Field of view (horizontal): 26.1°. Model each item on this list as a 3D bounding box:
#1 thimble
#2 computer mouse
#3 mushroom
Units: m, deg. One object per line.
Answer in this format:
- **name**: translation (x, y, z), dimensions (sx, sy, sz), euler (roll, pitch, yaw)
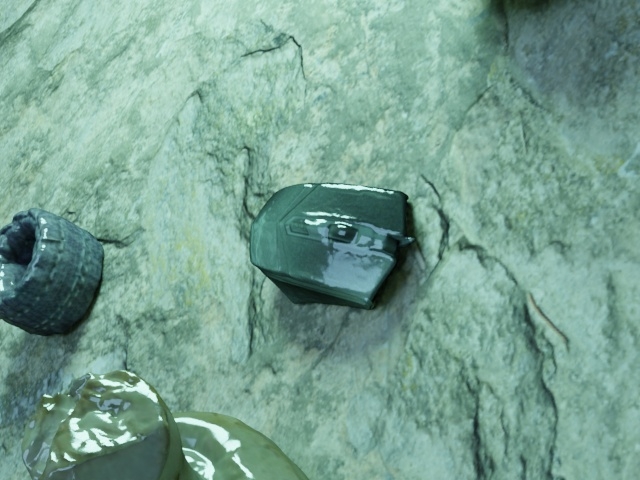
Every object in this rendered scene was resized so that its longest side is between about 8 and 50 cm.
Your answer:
- **thimble**: translation (-0.345, 0.039, 1.705), dimensions (0.150, 0.098, 0.150), euler (-29, 46, 36)
- **computer mouse**: translation (-0.001, -0.003, 1.332), dimensions (0.231, 0.071, 0.126), euler (8, 74, 52)
- **mushroom**: translation (-0.135, 0.235, 1.145), dimensions (0.297, 0.290, 0.297), euler (-6, 32, 4)
